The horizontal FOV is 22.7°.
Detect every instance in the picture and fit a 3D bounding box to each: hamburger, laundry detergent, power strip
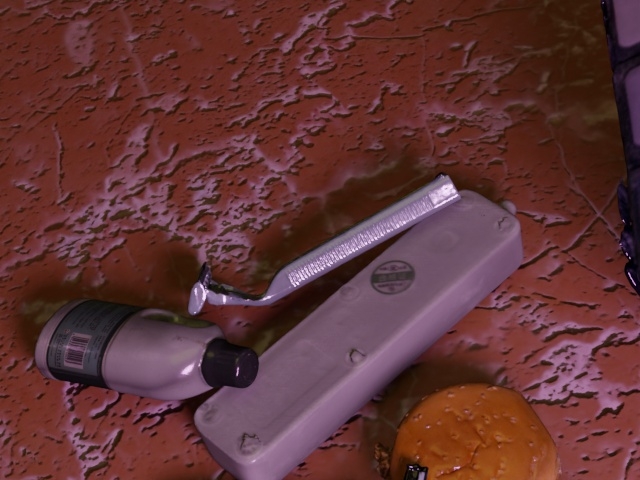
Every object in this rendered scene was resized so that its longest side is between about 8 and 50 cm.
[{"bbox_3d":[0.129,0.193,1.387,0.147,0.083,0.138,-24,52,-14],"label":"hamburger"},{"bbox_3d":[-0.155,0.103,1.482,0.225,0.070,0.099,5,29,34],"label":"laundry detergent"},{"bbox_3d":[0.051,0.082,1.500,0.385,0.062,0.091,-39,49,-20],"label":"power strip"}]

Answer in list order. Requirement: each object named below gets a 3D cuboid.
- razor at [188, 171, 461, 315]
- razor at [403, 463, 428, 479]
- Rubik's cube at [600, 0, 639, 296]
[{"bbox_3d":[0.005,0.010,1.535,0.278,0.056,0.111,-22,7,2],"label":"razor"},{"bbox_3d":[-0.026,0.237,1.374,0.253,0.042,0.082,-4,59,25],"label":"razor"},{"bbox_3d":[0.468,-0.071,1.298,0.359,0.363,0.362,-27,45,27],"label":"Rubik's cube"}]
